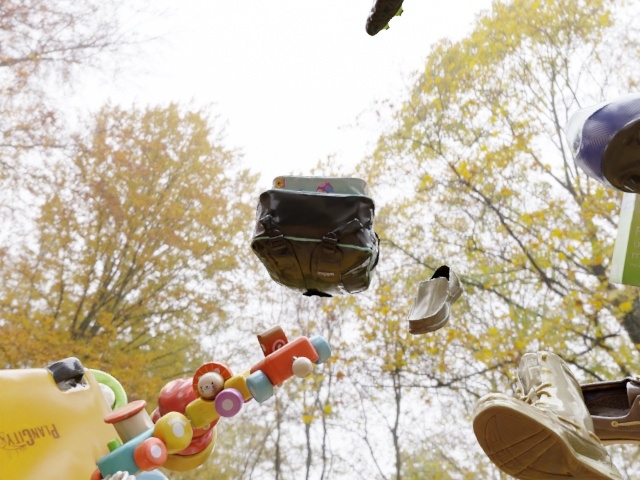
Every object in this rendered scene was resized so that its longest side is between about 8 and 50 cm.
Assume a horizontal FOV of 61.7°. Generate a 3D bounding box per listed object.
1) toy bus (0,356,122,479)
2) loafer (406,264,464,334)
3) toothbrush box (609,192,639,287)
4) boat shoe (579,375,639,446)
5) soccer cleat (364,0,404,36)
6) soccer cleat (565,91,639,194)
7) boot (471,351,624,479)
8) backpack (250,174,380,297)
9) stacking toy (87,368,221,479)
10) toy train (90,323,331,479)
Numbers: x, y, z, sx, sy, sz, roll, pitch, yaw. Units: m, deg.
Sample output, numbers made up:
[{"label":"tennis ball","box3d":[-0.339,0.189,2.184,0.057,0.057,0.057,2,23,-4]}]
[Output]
[{"label":"toy bus","box3d":[-0.231,0.149,0.314,0.130,0.108,0.332,-32,-11,-5]},{"label":"loafer","box3d":[0.154,0.080,0.742,0.056,0.148,0.050,-19,-78,34]},{"label":"toothbrush box","box3d":[0.646,-0.046,0.932,0.206,0.122,0.283,10,-90,19]},{"label":"boat shoe","box3d":[0.576,0.304,0.981,0.324,0.116,0.096,-23,-64,38]},{"label":"soccer cleat","box3d":[0.094,-0.347,0.674,0.072,0.060,0.178,19,-54,-21]},{"label":"soccer cleat","box3d":[0.362,-0.096,0.470,0.289,0.121,0.093,-3,-60,-6]},{"label":"boot","box3d":[0.306,0.236,0.765,0.262,0.203,0.095,31,-58,-16]},{"label":"backpack","box3d":[0.000,0.000,0.739,0.166,0.144,0.188,1,-33,8]},{"label":"stacking toy","box3d":[-0.296,0.292,0.769,0.280,0.309,0.130,27,-57,-4]},{"label":"toy train","box3d":[-0.080,0.104,0.352,0.046,0.166,0.125,59,-25,8]}]
